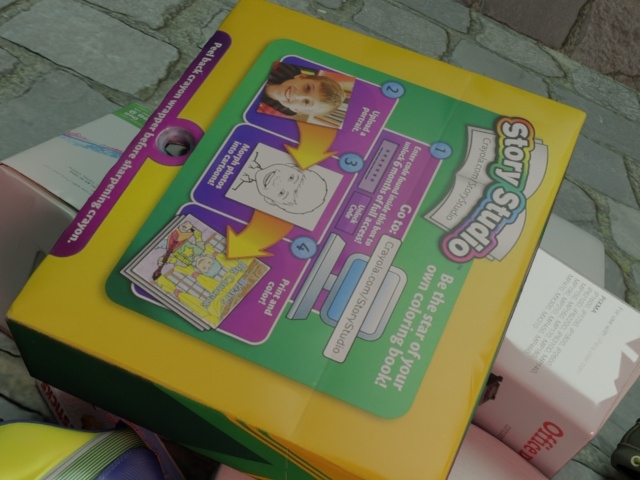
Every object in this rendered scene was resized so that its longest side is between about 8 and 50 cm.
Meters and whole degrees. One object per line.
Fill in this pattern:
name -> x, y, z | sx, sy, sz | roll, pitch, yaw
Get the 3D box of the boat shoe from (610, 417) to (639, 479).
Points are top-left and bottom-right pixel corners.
boat shoe -> 0.433, 0.295, 0.954 | 0.305, 0.091, 0.109 | 44, -9, 19

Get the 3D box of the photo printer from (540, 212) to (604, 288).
photo printer -> 0.205, 0.010, 1.204 | 0.308, 0.107, 0.256 | 29, 29, 3

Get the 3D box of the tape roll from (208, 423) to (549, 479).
tape roll -> 0.081, 0.274, 0.704 | 0.392, 0.072, 0.392 | 22, 30, -14

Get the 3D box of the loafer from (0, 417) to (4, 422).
loafer -> -0.290, 0.158, 0.634 | 0.170, 0.062, 0.061 | -8, 66, -41

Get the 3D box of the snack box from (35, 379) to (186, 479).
snack box -> -0.161, 0.163, 0.753 | 0.064, 0.022, 0.178 | -3, 41, -45

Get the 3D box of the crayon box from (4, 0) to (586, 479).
crayon box -> 0.000, 0.000, 0.733 | 0.313, 0.106, 0.363 | 22, 57, 11

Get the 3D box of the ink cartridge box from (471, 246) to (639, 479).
ink cartridge box -> 0.130, 0.079, 0.898 | 0.306, 0.226, 0.131 | 36, 67, 16

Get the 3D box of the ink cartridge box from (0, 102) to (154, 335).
ink cartridge box -> -0.213, -0.020, 0.869 | 0.093, 0.154, 0.212 | 31, 30, 7

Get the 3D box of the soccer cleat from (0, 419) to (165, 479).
soccer cleat -> -0.236, 0.171, 0.603 | 0.289, 0.093, 0.121 | 2, 42, -37
